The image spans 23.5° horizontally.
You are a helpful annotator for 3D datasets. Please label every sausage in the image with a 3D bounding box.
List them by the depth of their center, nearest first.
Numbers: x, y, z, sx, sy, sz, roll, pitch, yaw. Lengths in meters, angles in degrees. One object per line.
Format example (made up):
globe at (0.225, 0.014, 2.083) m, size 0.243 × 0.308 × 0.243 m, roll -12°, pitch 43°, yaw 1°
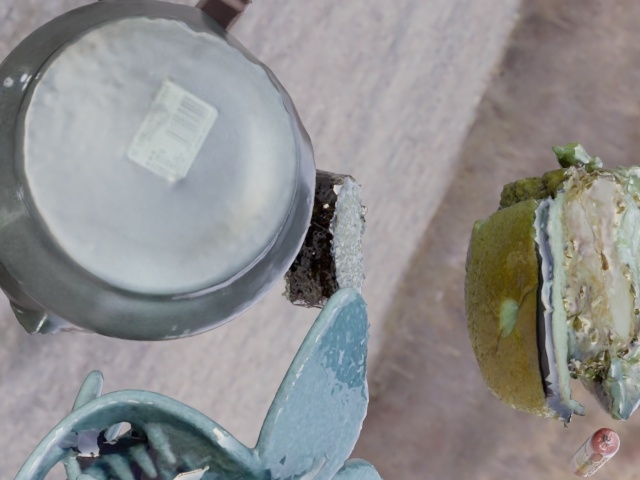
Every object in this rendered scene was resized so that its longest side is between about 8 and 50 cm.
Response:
sausage at (0.276, 0.215, 1.556) m, size 0.029 × 0.029 × 0.223 m, roll -59°, pitch 170°, yaw -12°

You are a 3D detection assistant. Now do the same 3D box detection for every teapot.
teapot at (-0.174, -0.077, 1.458) m, size 0.376 × 0.305 × 0.362 m, roll -64°, pitch -167°, yaw -17°

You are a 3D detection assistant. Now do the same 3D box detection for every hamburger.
hamburger at (0.243, 0.044, 1.573) m, size 0.192 × 0.167 × 0.288 m, roll 170°, pitch -79°, yaw -67°

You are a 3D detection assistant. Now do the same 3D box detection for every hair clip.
hair clip at (-0.102, 0.261, 1.385) m, size 0.318 × 0.238 × 0.392 m, roll 69°, pitch 34°, yaw -49°

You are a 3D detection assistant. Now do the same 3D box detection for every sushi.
sushi at (0.000, 0.000, 1.589) m, size 0.090 × 0.078 × 0.150 m, roll -45°, pitch 138°, yaw -58°

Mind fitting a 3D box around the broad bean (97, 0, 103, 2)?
broad bean at (-0.254, -0.308, 1.908) m, size 0.060 × 0.043 × 0.297 m, roll -137°, pitch -121°, yaw -62°
